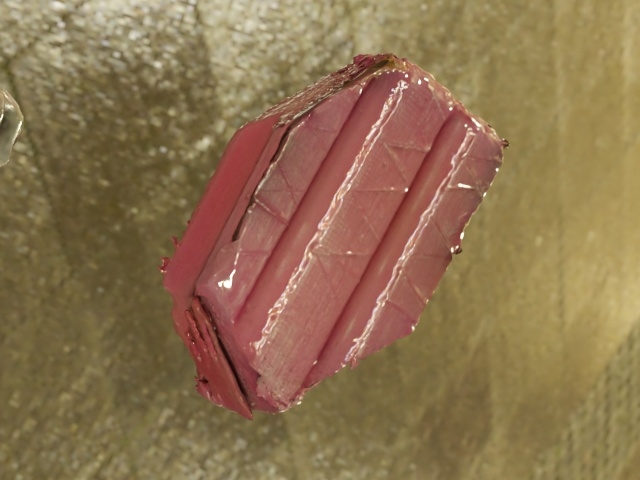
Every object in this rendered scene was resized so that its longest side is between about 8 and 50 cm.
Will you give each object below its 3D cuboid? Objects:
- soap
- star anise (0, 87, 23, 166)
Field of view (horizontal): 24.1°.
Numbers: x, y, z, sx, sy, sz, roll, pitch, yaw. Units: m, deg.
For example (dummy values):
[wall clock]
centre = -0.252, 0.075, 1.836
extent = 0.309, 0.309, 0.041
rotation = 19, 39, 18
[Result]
[soap]
centre = 0.000, 0.000, 1.111
extent = 0.182, 0.112, 0.289
rotation = 34, 74, -25
[star anise]
centre = -0.234, -0.125, 0.768
extent = 0.110, 0.198, 0.257
rotation = -54, 150, -18
